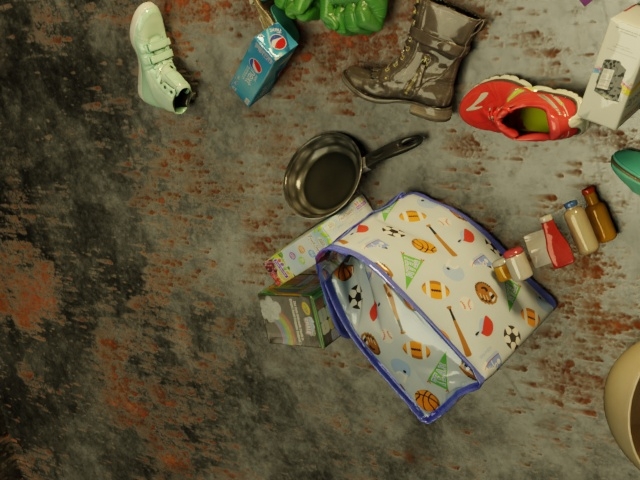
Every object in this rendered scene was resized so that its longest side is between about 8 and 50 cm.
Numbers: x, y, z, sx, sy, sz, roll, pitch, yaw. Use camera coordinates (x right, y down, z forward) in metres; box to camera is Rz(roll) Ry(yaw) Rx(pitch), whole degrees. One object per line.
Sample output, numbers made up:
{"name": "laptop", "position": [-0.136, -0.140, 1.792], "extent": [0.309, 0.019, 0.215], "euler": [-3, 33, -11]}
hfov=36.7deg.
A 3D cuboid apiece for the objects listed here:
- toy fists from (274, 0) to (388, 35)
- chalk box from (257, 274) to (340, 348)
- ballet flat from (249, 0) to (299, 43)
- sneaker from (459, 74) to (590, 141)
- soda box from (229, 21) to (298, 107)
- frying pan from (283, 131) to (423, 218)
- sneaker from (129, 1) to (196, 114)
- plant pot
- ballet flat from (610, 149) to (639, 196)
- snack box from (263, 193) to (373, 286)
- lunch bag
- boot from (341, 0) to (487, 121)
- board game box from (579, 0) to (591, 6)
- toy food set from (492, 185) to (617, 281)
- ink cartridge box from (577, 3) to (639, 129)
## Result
{"name": "toy fists", "position": [0.011, -0.488, 1.904], "extent": [0.279, 0.096, 0.142], "euler": [23, 124, 26]}
{"name": "chalk box", "position": [-0.014, 0.159, 2.208], "extent": [0.213, 0.132, 0.133], "euler": [0, 110, 37]}
{"name": "ballet flat", "position": [-0.116, -0.491, 2.019], "extent": [0.067, 0.073, 0.206], "euler": [-19, 96, 50]}
{"name": "sneaker", "position": [0.344, -0.231, 1.735], "extent": [0.279, 0.118, 0.107], "euler": [14, 121, 50]}
{"name": "soda box", "position": [-0.122, -0.367, 2.032], "extent": [0.067, 0.071, 0.210], "euler": [49, 152, 1]}
{"name": "frying pan", "position": [0.057, -0.172, 2.033], "extent": [0.326, 0.053, 0.197], "euler": [-37, 55, 16]}
{"name": "sneaker", "position": [-0.352, -0.414, 2.218], "extent": [0.151, 0.094, 0.256], "euler": [29, 136, 31]}
{"name": "plant pot", "position": [0.616, 0.283, 1.717], "extent": [0.284, 0.284, 0.191], "euler": [70, 166, -10]}
{"name": "ballet flat", "position": [0.608, -0.081, 1.649], "extent": [0.247, 0.083, 0.087], "euler": [21, 136, 31]}
{"name": "snack box", "position": [0.000, 0.000, 2.090], "extent": [0.207, 0.174, 0.070], "euler": [-31, 95, 41]}
{"name": "lunch bag", "position": [0.204, 0.104, 1.883], "extent": [0.385, 0.328, 0.239], "euler": [48, 133, 7]}
{"name": "boot", "position": [0.176, -0.367, 1.849], "extent": [0.262, 0.091, 0.229], "euler": [22, 120, 20]}
{"name": "board game box", "position": [0.396, -0.567, 1.538], "extent": [0.347, 0.056, 0.208], "euler": [46, 139, -10]}
{"name": "toy food set", "position": [0.414, -0.007, 1.765], "extent": [0.232, 0.111, 0.105], "euler": [-22, 96, 18]}
{"name": "ink cartridge box", "position": [0.504, -0.286, 1.596], "extent": [0.072, 0.127, 0.175], "euler": [27, 126, 23]}
